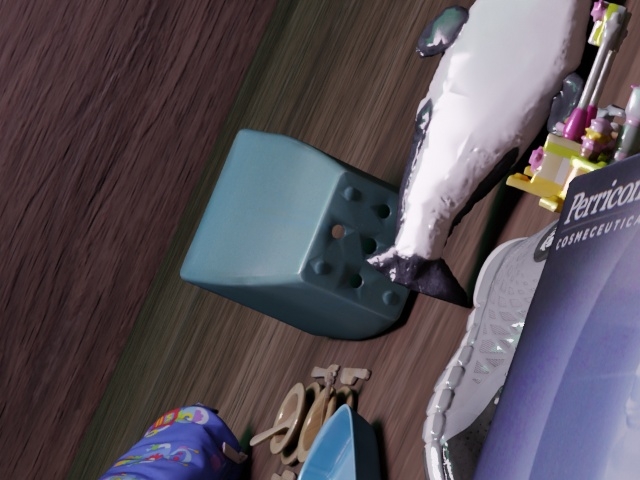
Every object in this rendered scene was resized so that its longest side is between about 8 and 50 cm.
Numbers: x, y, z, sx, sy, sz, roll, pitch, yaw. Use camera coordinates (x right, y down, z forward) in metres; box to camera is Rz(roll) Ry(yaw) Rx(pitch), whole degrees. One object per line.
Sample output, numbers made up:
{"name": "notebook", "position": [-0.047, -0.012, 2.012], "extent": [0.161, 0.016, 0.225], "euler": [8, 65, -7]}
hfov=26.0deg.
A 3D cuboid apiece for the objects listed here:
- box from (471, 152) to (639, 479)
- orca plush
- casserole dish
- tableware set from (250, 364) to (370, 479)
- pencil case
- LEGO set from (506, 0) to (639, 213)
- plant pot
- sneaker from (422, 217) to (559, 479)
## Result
{"name": "box", "position": [0.160, 0.118, 0.384], "extent": [0.294, 0.182, 0.296], "euler": [-68, 13, -14]}
{"name": "orca plush", "position": [0.148, -0.087, 1.090], "extent": [0.151, 0.102, 0.287], "euler": [14, 92, 33]}
{"name": "casserole dish", "position": [0.015, 0.216, 1.129], "extent": [0.114, 0.037, 0.188], "euler": [-61, 13, 24]}
{"name": "tableware set", "position": [-0.016, 0.172, 1.325], "extent": [0.128, 0.039, 0.194], "euler": [-69, 13, -10]}
{"name": "pencil case", "position": [-0.165, 0.269, 1.439], "extent": [0.306, 0.133, 0.119], "euler": [-46, -57, -75]}
{"name": "LEGO set", "position": [0.178, -0.054, 0.703], "extent": [0.287, 0.132, 0.107], "euler": [-117, 45, -75]}
{"name": "plant pot", "position": [0.000, 0.000, 1.305], "extent": [0.166, 0.165, 0.234], "euler": [-68, 21, -5]}
{"name": "sneaker", "position": [0.133, 0.065, 0.811], "extent": [0.132, 0.086, 0.229], "euler": [-47, 22, 50]}
